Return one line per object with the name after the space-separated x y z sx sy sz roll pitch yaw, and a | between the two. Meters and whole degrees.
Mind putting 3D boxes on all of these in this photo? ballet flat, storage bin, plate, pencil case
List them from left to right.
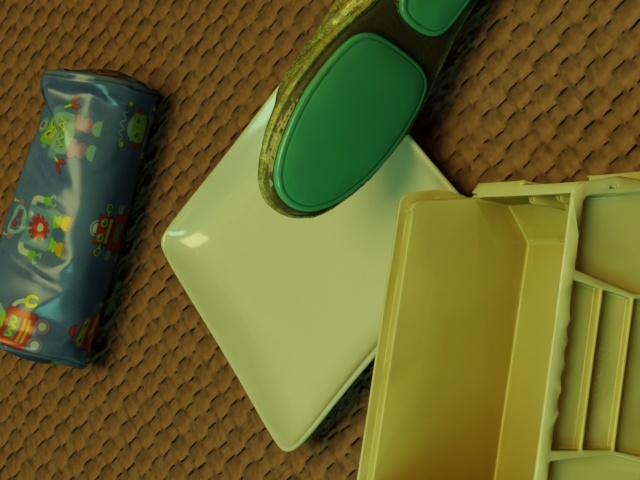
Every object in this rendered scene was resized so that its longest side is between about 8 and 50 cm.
-0.256 -0.024 1.670 0.133 0.119 0.306 16 91 27 | pencil case
0.000 0.000 1.482 0.277 0.045 0.278 -50 52 22 | plate
0.048 -0.174 1.400 0.123 0.123 0.348 31 87 42 | ballet flat
0.150 0.082 1.210 0.262 0.123 0.260 179 100 -67 | storage bin
